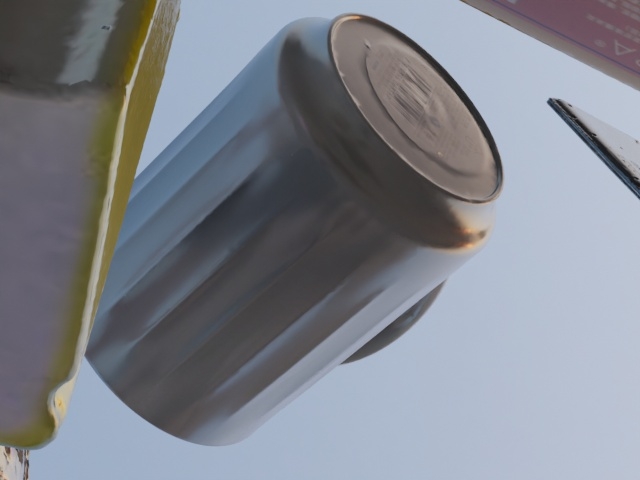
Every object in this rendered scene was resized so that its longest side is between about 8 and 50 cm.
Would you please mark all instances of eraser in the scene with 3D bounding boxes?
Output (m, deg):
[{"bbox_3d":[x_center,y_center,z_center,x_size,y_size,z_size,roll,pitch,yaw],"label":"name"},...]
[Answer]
[{"bbox_3d":[-0.091,-0.057,0.590,0.069,0.158,0.226,15,-140,-5],"label":"eraser"}]

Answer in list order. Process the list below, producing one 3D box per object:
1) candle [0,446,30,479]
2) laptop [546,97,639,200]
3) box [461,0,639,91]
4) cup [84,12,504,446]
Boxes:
[{"bbox_3d":[-0.270,0.134,1.073,0.187,0.187,0.330,15,-136,-22],"label":"candle"},{"bbox_3d":[0.290,-0.065,1.551,0.129,0.016,0.180,22,-159,-37],"label":"laptop"},{"bbox_3d":[0.164,-0.237,0.821,0.283,0.214,0.260,27,-115,-2],"label":"box"},{"bbox_3d":[0.000,0.000,1.443,0.322,0.327,0.237,20,-142,-42],"label":"cup"}]
